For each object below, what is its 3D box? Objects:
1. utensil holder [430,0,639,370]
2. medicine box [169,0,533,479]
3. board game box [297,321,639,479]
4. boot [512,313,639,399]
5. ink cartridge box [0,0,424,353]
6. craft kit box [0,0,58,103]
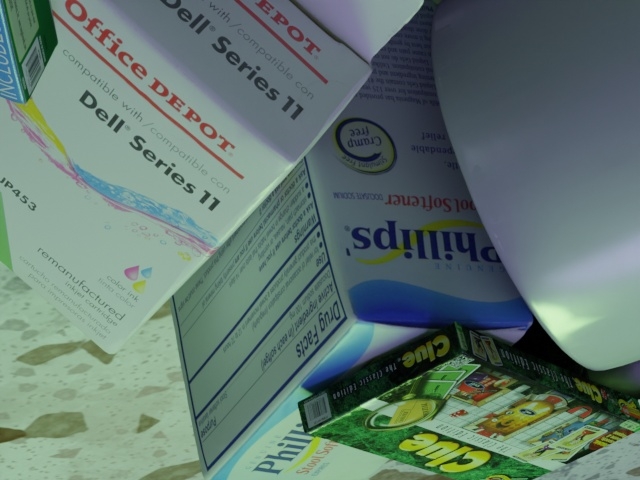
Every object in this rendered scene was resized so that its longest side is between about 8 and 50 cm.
[{"bbox_3d":[0.313,-0.116,1.166,0.385,0.328,0.327,-23,151,22],"label":"utensil holder"},{"bbox_3d":[0.000,0.000,1.257,0.149,0.289,0.263,2,148,-28],"label":"medicine box"},{"bbox_3d":[0.115,0.125,1.198,0.136,0.030,0.259,-28,149,29],"label":"board game box"},{"bbox_3d":[0.207,0.081,1.409,0.348,0.260,0.131,37,112,-21],"label":"boot"},{"bbox_3d":[-0.113,-0.096,1.086,0.207,0.119,0.353,41,138,-4],"label":"ink cartridge box"},{"bbox_3d":[-0.272,-0.196,0.892,0.246,0.061,0.250,18,152,7],"label":"craft kit box"}]
